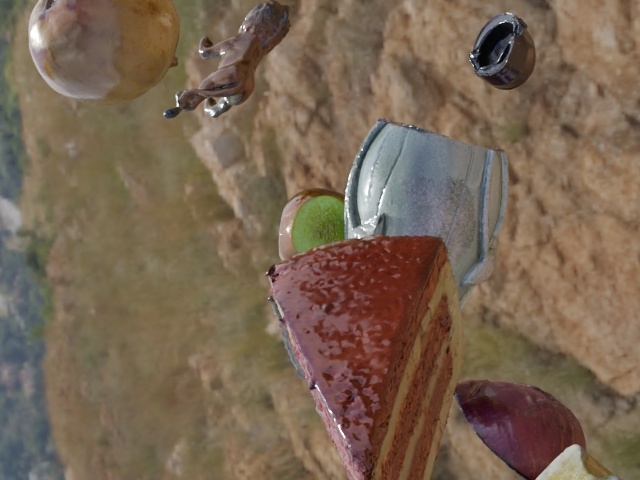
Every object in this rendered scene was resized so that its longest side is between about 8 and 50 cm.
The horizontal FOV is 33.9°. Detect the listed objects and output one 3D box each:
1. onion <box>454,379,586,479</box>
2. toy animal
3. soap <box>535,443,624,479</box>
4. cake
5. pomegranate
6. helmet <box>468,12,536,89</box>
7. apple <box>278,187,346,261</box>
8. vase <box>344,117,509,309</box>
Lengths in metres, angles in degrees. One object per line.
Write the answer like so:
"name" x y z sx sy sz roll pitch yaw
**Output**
"onion" 0.331 0.286 1.668 0.111 0.247 0.250 -48 21 14
"toy animal" -0.144 -0.315 1.835 0.157 0.097 0.312 -17 39 36
"soap" 0.383 0.490 1.441 0.335 0.293 0.156 40 -177 -25
"cake" 0.072 0.118 0.860 0.262 0.159 0.158 -120 9 -54
"pomegranate" -0.297 -0.282 1.449 0.207 0.207 0.207 170 90 -69
"helmet" 0.271 -0.268 1.518 0.098 0.070 0.123 -38 28 32
"apple" 0.006 0.002 1.720 0.163 0.146 0.147 88 -165 -63
"vase" 0.138 0.049 1.619 0.250 0.249 0.446 28 107 64
